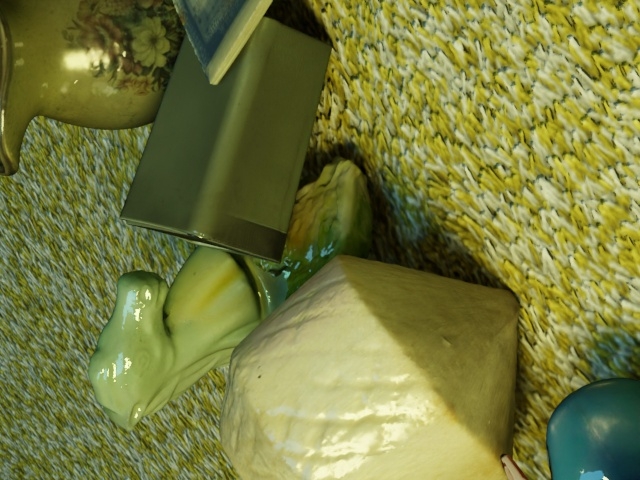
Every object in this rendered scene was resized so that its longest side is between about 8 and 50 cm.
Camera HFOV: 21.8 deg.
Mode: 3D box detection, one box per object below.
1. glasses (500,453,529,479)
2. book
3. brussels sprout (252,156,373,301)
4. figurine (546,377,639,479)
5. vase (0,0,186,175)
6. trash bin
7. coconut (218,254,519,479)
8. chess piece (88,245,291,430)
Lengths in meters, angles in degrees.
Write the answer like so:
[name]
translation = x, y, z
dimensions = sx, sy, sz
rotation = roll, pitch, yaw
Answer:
[glasses]
translation = 0.193, 0.309, 1.571
dimensions = 0.162, 0.095, 0.255
rotation = 51, 171, 32
[book]
translation = -0.116, -0.352, 1.706
dimensions = 0.228, 0.018, 0.322
rotation = -53, 51, 41
[brussels sprout]
translation = 0.003, 0.000, 1.793
dimensions = 0.181, 0.100, 0.139
rotation = -55, 30, 8
[figurine]
translation = 0.330, 0.303, 1.424
dimensions = 0.416, 0.243, 0.298
rotation = 37, -178, 32
[vase]
translation = -0.294, -0.268, 1.868
dimensions = 0.241, 0.302, 0.329
rotation = 14, 121, 52
[trash bin]
translation = -0.098, -0.112, 1.764
dimensions = 0.164, 0.122, 0.240
rotation = 9, 82, 51
[coconut]
translation = 0.070, 0.157, 1.674
dimensions = 0.329, 0.329, 0.329
rotation = 33, 135, 39
[chess piece]
translation = -0.137, 0.086, 1.884
dimensions = 0.176, 0.298, 0.176
rotation = 36, 140, 38
